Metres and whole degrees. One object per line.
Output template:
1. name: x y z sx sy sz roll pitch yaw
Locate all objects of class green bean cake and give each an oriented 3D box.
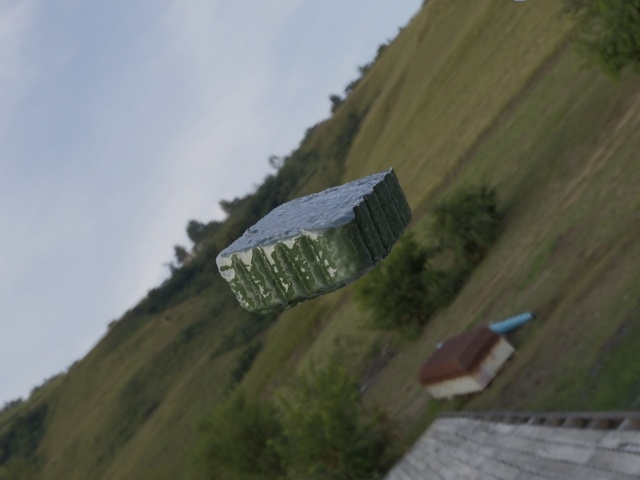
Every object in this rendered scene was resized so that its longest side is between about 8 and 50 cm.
1. green bean cake: 0.000 0.000 1.017 0.185 0.094 0.183 -22 11 33
